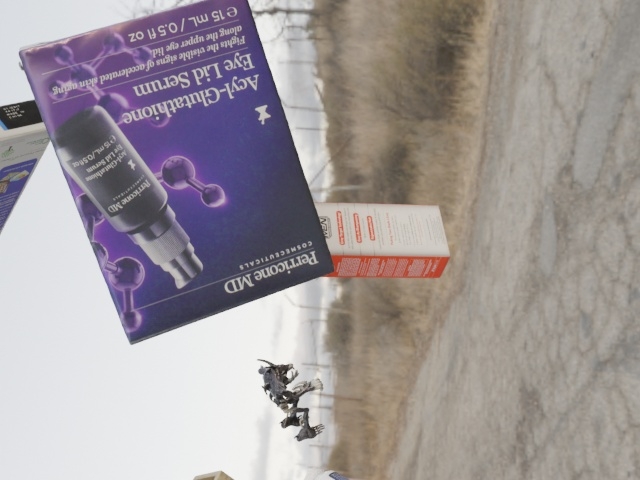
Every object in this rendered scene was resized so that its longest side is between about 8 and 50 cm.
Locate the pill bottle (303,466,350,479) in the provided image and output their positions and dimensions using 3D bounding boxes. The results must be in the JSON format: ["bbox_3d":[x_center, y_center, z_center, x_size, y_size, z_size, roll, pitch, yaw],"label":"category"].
[{"bbox_3d":[0.040,0.623,1.592,0.094,0.170,0.094,-20,-63,-44],"label":"pill bottle"}]

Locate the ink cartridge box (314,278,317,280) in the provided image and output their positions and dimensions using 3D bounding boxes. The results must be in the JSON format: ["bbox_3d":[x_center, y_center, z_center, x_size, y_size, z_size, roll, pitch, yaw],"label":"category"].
[{"bbox_3d":[0.000,0.000,1.315,0.181,0.104,0.061,-42,-56,-36],"label":"ink cartridge box"}]

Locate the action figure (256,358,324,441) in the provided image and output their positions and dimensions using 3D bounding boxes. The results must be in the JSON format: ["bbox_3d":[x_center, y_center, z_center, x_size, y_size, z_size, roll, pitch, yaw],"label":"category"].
[{"bbox_3d":[-0.081,0.418,1.811,0.164,0.141,0.275,22,139,52],"label":"action figure"}]

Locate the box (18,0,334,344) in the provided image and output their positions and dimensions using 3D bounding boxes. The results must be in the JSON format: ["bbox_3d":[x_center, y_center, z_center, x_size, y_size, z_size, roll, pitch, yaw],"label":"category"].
[{"bbox_3d":[-0.098,-0.051,0.475,0.108,0.153,0.206,-162,52,-78],"label":"box"}]

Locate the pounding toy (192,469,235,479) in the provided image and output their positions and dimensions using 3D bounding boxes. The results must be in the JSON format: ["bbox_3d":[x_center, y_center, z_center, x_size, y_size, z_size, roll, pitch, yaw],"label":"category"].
[{"bbox_3d":[-0.221,0.547,1.277,0.130,0.100,0.141,-31,24,45],"label":"pounding toy"}]

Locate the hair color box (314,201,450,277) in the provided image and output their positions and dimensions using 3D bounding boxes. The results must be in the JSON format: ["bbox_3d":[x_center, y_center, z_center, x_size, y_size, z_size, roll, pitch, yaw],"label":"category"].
[{"bbox_3d":[0.059,0.000,0.690,0.043,0.141,0.071,102,167,-52],"label":"hair color box"}]

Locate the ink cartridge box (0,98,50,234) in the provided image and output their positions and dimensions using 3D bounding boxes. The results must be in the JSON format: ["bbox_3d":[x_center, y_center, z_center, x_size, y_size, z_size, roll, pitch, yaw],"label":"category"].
[{"bbox_3d":[-0.527,-0.066,0.967,0.332,0.065,0.165,-45,-5,35],"label":"ink cartridge box"}]
